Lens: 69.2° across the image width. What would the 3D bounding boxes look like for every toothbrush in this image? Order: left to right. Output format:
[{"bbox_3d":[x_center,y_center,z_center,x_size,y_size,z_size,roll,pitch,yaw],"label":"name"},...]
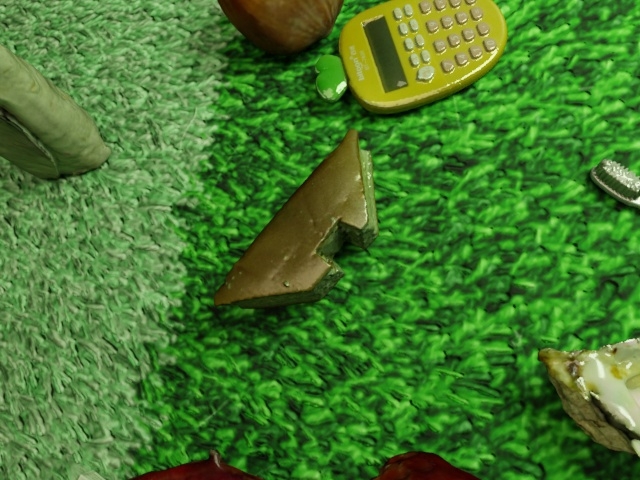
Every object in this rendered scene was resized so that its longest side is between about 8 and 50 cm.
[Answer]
[{"bbox_3d":[0.392,0.021,0.436,0.025,0.029,0.307,-45,72,-6],"label":"toothbrush"}]

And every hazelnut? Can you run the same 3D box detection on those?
[{"bbox_3d":[-0.047,-0.312,0.576,0.150,0.150,0.150,-3,77,13],"label":"hazelnut"}]

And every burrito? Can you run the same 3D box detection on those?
[{"bbox_3d":[-0.372,-0.170,0.528,0.143,0.299,0.105,6,74,9],"label":"burrito"}]

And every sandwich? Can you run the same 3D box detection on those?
[{"bbox_3d":[0.000,0.000,0.504,0.088,0.090,0.244,36,85,23],"label":"sandwich"}]

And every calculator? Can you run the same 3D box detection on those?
[{"bbox_3d":[0.105,-0.227,0.562,0.235,0.032,0.146,-17,74,8],"label":"calculator"}]

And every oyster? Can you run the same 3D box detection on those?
[{"bbox_3d":[0.311,0.150,0.412,0.209,0.072,0.132,-5,69,-8],"label":"oyster"}]

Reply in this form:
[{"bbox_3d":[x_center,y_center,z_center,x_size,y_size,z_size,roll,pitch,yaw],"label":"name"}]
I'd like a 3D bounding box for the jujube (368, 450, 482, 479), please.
[{"bbox_3d":[0.077,0.297,0.352,0.213,0.213,0.232,33,83,18],"label":"jujube"}]

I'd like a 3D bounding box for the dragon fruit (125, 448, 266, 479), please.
[{"bbox_3d":[-0.176,0.377,0.457,0.329,0.228,0.286,-7,48,26],"label":"dragon fruit"}]

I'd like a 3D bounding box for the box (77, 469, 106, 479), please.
[{"bbox_3d":[-0.249,0.309,0.526,0.083,0.024,0.054,25,82,19],"label":"box"}]
